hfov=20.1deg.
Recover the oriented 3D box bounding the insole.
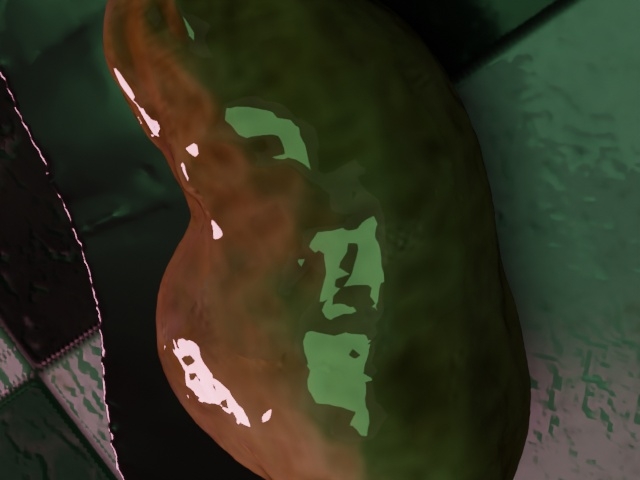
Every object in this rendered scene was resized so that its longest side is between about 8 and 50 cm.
[{"bbox_3d":[-0.059,0.016,0.761,0.119,0.009,0.348,-17,102,17],"label":"insole"}]

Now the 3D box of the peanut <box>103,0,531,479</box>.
[{"bbox_3d":[0.000,0.000,0.677,0.137,0.122,0.253,-14,102,-9],"label":"peanut"}]
